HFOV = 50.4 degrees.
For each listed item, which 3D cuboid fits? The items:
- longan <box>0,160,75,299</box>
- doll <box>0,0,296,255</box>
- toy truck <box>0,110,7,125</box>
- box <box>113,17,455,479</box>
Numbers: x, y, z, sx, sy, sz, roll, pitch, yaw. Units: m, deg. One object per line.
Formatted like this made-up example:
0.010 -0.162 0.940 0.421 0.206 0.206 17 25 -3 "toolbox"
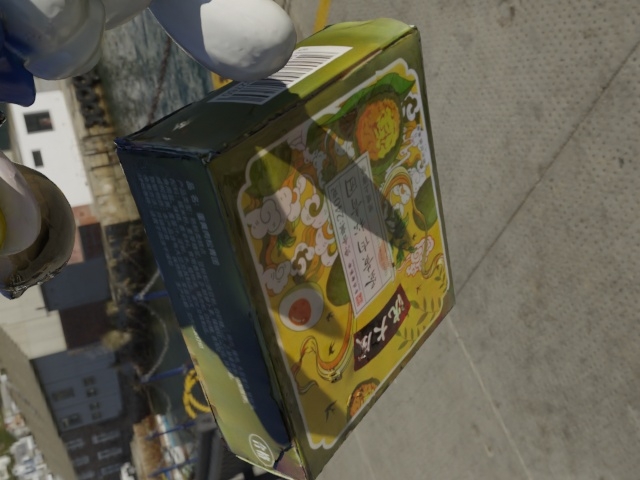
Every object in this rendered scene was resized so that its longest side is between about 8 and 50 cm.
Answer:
-0.394 -0.014 0.851 0.189 0.189 0.189 167 90 -69 "longan"
-0.200 -0.175 0.363 0.187 0.376 0.366 -48 12 48 "doll"
-0.529 -0.193 0.895 0.208 0.113 0.126 41 177 25 "toy truck"
0.000 0.000 0.795 0.138 0.373 0.420 9 125 35 "box"
